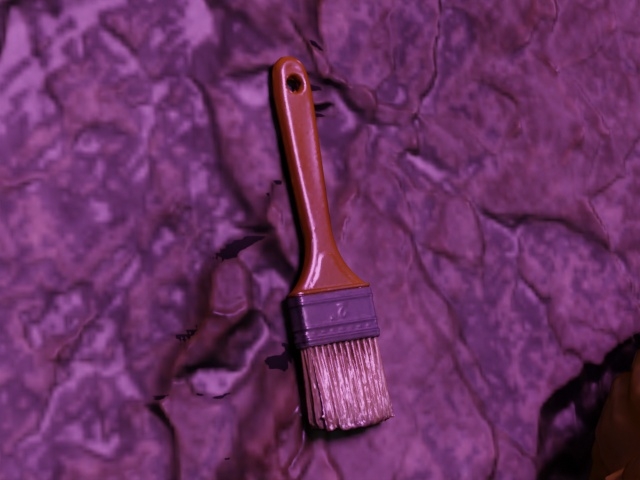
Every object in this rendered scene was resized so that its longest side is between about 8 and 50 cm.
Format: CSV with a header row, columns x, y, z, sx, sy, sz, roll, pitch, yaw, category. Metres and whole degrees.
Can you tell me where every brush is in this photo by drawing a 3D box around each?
x,y,z,sx,sy,sz,roll,pitch,yaw,category
0.000,0.000,0.697,0.043,0.014,0.170,-6,83,-33,brush

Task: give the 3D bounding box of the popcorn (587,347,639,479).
x,y,z,sx,sy,sz,roll,pitch,yaw,category
0.240,0.106,0.710,0.256,0.195,0.255,8,78,-29,popcorn
